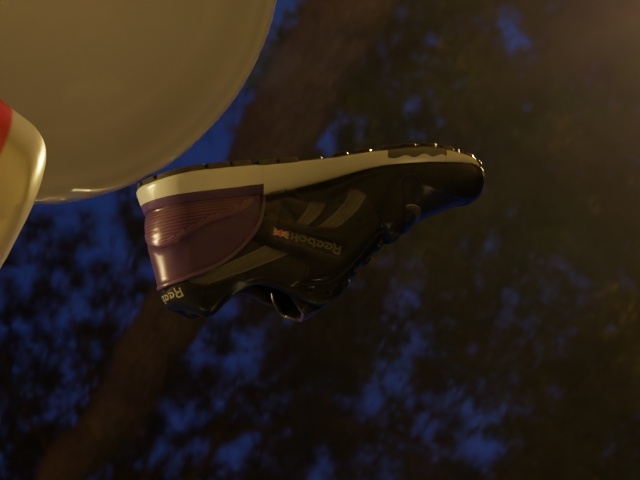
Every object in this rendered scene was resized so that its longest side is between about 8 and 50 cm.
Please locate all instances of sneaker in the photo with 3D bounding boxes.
[{"bbox_3d":[0.000,0.000,1.346,0.283,0.107,0.124,-8,-97,-21],"label":"sneaker"}]

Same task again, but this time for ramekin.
[{"bbox_3d":[-0.167,-0.167,0.989,0.272,0.273,0.127,-4,-161,-23],"label":"ramekin"}]

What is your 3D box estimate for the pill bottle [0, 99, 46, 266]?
[{"bbox_3d":[-0.162,-0.032,0.381,0.180,0.108,0.108,38,-137,-19],"label":"pill bottle"}]
